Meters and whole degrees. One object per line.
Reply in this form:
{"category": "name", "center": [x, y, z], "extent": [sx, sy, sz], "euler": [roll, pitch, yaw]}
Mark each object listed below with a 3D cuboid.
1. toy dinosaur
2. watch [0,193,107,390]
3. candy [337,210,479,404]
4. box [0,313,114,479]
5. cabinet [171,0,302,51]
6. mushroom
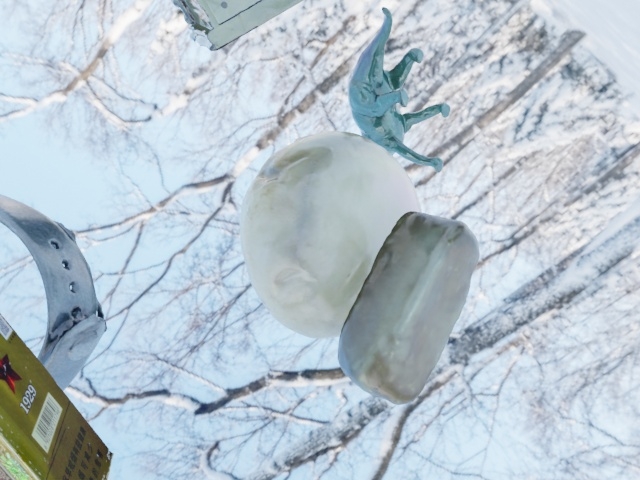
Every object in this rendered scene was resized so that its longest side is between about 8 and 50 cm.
{"category": "toy dinosaur", "center": [0.066, -0.252, 1.209], "extent": [0.129, 0.331, 0.383], "euler": [-55, -50, -32]}
{"category": "watch", "center": [-0.276, 0.064, 0.499], "extent": [0.193, 0.206, 0.068], "euler": [39, -163, 16]}
{"category": "candy", "center": [0.108, 0.080, 0.763], "extent": [0.102, 0.233, 0.104], "euler": [36, 170, -35]}
{"category": "box", "center": [-0.176, 0.115, 0.375], "extent": [0.133, 0.023, 0.090], "euler": [61, 176, -20]}
{"category": "cabinet", "center": [-0.105, -0.446, 0.741], "extent": [0.318, 0.290, 0.227], "euler": [60, 177, -27]}
{"category": "mushroom", "center": [0.026, 0.011, 0.960], "extent": [0.356, 0.315, 0.315], "euler": [84, 161, -58]}
